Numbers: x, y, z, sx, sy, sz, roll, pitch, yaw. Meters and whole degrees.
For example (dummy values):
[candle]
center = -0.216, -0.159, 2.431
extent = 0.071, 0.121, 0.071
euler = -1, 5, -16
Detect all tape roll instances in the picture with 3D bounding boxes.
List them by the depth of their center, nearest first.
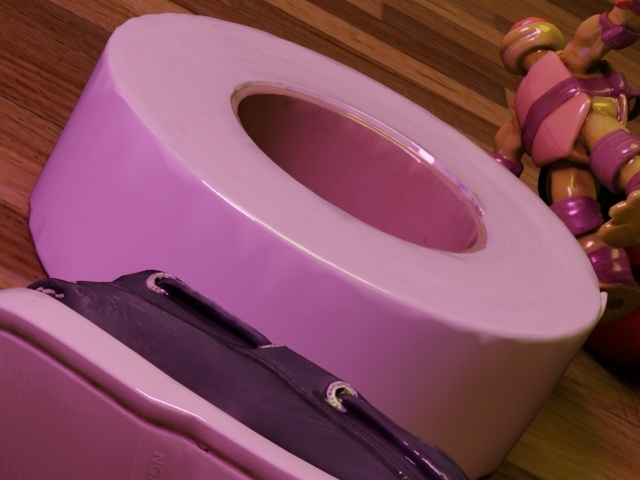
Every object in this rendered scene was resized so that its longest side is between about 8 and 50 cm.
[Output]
[tape roll]
center = 0.000, 0.000, 0.884
extent = 0.286, 0.100, 0.286
euler = 26, 21, -11

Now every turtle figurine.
[turtle figurine]
center = 0.142, -0.056, 1.027
extent = 0.087, 0.269, 0.217
euler = 18, 41, -34

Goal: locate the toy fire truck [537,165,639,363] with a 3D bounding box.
[toy fire truck]
center = 0.269, 0.049, 1.068
extent = 0.158, 0.217, 0.246
euler = 7, 73, -46

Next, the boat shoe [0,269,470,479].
[boat shoe]
center = 0.016, 0.116, 0.615
extent = 0.340, 0.127, 0.113
euler = 30, 31, 24
